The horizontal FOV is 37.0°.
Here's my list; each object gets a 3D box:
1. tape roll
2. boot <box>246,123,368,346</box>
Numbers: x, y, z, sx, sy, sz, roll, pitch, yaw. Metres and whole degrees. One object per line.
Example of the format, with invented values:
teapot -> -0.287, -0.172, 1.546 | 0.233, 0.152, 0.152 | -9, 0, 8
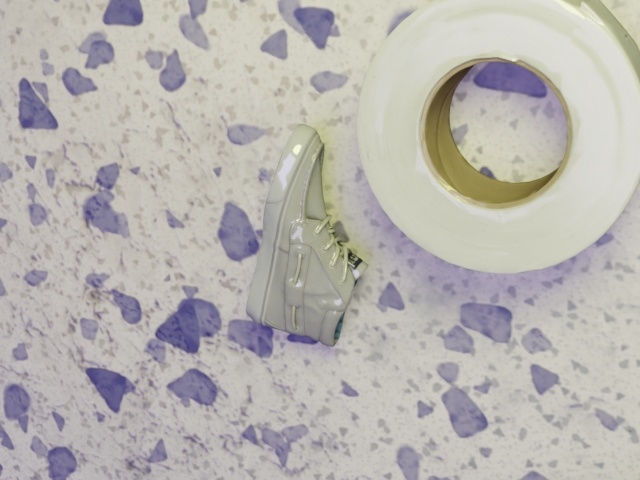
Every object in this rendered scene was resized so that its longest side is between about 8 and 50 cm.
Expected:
tape roll -> 0.184, -0.115, 0.954 | 0.286, 0.100, 0.286 | 7, 109, 22
boot -> 0.000, 0.000, 1.087 | 0.123, 0.095, 0.258 | 19, 122, 11
